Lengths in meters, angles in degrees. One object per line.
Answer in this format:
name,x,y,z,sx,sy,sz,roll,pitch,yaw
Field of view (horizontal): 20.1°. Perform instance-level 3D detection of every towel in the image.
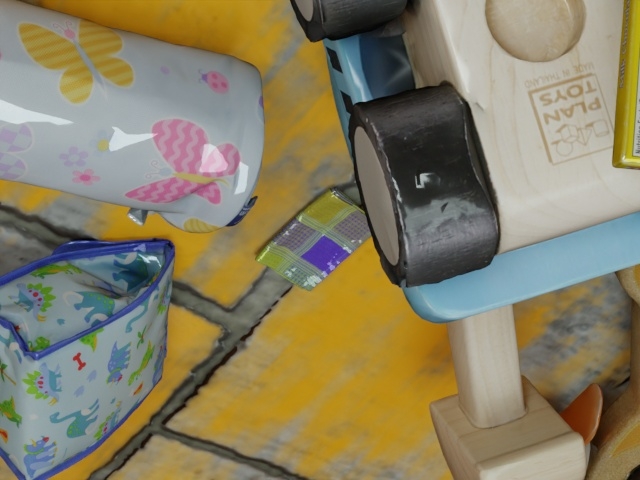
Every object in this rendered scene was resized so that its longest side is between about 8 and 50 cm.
towel,0.000,0.000,1.288,0.083,0.009,0.060,-40,131,19

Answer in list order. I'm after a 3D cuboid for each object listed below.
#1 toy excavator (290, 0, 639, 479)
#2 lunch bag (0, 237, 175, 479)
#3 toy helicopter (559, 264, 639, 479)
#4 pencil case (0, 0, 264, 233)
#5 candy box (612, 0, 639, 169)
toy excavator,0.114,-0.034,1.155,0.222,0.433,0.445,-17,178,-7
lunch bag,-0.165,0.074,1.249,0.151,0.096,0.129,-25,142,-36
toy helicopter,0.258,0.125,1.427,0.235,0.140,0.355,-7,122,2
pencil case,-0.168,-0.081,1.095,0.273,0.113,0.124,13,145,-27
candy box,0.211,-0.134,0.936,0.105,0.206,0.027,6,174,-4
